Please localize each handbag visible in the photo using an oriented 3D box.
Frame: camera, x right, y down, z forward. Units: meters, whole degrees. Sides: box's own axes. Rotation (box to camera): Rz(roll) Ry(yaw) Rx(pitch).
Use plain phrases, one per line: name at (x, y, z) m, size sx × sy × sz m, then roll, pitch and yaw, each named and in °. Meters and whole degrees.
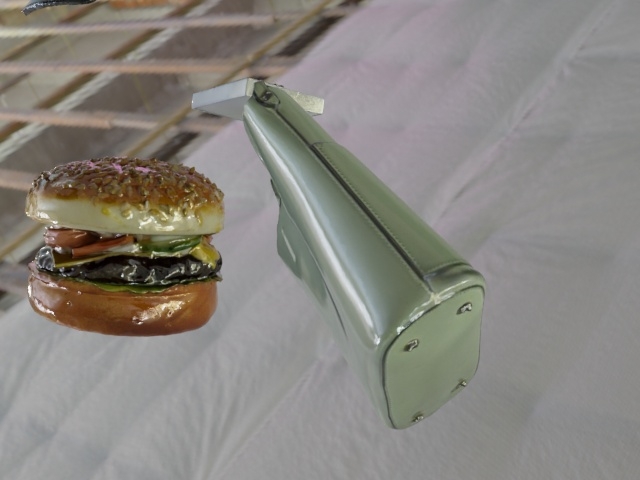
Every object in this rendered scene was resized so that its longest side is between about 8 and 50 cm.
handbag at (0.000, 0.000, 0.765) m, size 0.109 × 0.241 × 0.315 m, roll -35°, pitch -121°, yaw -17°

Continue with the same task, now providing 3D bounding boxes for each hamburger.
hamburger at (-0.257, -0.002, 1.223) m, size 0.291 × 0.225 × 0.291 m, roll 5°, pitch -172°, yaw -1°

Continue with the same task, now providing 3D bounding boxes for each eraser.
eraser at (-0.076, -0.163, 1.078) m, size 0.104 × 0.023 × 0.150 m, roll 10°, pitch 177°, yaw -32°

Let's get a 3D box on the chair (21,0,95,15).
chair at (-0.277, -0.370, 1.155) m, size 0.140 × 0.145 × 0.221 m, roll 0°, pitch -105°, yaw 33°
